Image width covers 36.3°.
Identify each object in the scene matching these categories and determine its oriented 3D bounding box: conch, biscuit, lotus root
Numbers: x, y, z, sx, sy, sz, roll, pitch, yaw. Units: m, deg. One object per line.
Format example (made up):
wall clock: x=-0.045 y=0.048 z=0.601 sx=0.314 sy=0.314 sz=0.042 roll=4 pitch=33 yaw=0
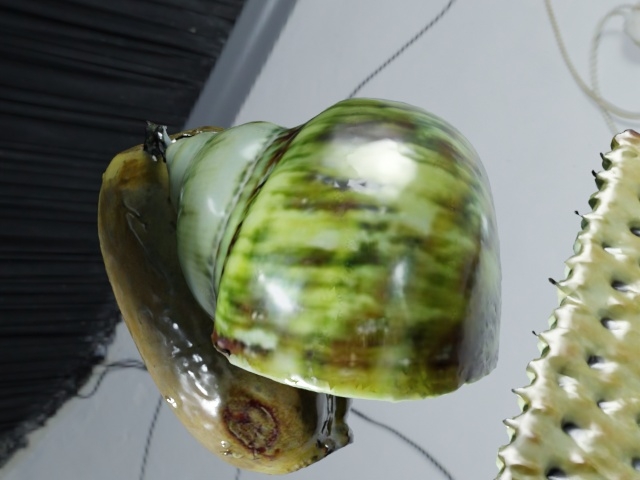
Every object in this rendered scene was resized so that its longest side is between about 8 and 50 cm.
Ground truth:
conch: x=-0.001 y=-0.003 z=0.475 sx=0.181 sy=0.187 sz=0.124 roll=-3 pitch=103 yaw=28
biscuit: x=0.154 y=0.052 z=0.399 sx=0.139 sy=0.231 sz=0.016 roll=26 pitch=144 yaw=5
lotus root: x=-0.060 y=0.038 z=0.623 sx=0.123 sy=0.124 sz=0.241 roll=-17 pitch=98 yaw=40
